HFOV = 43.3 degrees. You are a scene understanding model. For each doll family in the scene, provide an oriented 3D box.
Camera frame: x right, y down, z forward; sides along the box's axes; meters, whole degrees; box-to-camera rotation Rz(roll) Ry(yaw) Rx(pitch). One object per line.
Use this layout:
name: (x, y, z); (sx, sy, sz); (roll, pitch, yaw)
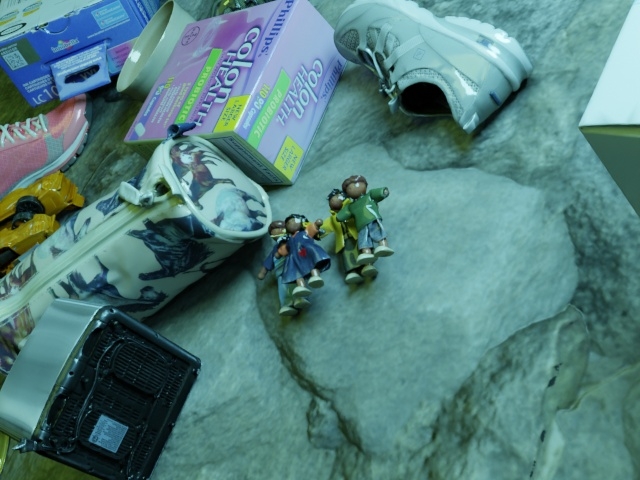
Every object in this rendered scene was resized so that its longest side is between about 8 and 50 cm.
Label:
doll family: (0.000, 0.000, 0.860); (0.193, 0.076, 0.111); (-26, 64, 20)

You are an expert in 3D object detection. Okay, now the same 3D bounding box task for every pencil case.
pencil case: (-0.264, 0.030, 0.991); (0.410, 0.183, 0.160); (-34, 60, 23)

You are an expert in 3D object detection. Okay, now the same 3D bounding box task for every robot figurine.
robot figurine: (-0.524, 0.012, 1.312); (0.291, 0.085, 0.211); (-27, 41, 18)

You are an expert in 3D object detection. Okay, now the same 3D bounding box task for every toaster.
toaster: (-0.245, 0.165, 0.876); (0.110, 0.185, 0.168); (6, 65, 40)

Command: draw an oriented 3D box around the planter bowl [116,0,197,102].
planter bowl: (-0.225, -0.272, 1.244); (0.162, 0.109, 0.162); (-39, 35, 35)

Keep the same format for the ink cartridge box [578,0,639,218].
ink cartridge box: (0.318, -0.133, 0.572); (0.117, 0.201, 0.278); (11, 69, 47)

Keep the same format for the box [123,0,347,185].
box: (-0.114, -0.192, 1.085); (0.243, 0.117, 0.214); (3, 62, 44)

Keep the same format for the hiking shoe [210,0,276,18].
hiking shoe: (-0.088, -0.374, 1.210); (0.114, 0.086, 0.227); (31, 94, 56)

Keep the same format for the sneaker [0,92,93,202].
sneaker: (-0.539, -0.161, 1.438); (0.314, 0.136, 0.116); (-43, 41, 7)

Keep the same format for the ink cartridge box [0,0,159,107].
ink cartridge box: (-0.444, -0.417, 1.489); (0.270, 0.151, 0.395); (-19, 43, 8)

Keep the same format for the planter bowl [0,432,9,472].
planter bowl: (-0.535, 0.309, 1.104); (0.217, 0.090, 0.217); (-24, 47, 28)

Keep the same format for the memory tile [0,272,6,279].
memory tile: (-0.541, 0.083, 1.347); (0.148, 0.012, 0.113); (21, 75, 49)

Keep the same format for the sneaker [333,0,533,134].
sneaker: (0.095, -0.199, 0.906); (0.115, 0.105, 0.281); (-54, 40, -5)
